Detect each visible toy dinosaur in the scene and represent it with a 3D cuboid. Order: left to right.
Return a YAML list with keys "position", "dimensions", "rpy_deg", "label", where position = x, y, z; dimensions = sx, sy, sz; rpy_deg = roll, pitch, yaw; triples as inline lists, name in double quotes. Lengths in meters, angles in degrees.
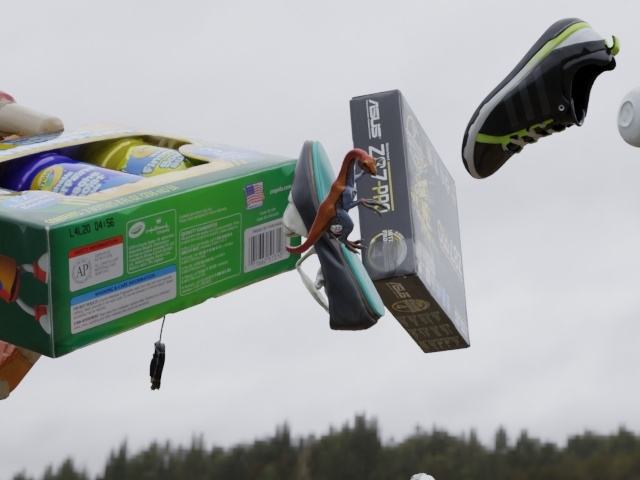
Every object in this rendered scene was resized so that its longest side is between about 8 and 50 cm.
- position: [0.017, -0.029, 0.993]
  dimensions: [0.090, 0.047, 0.082]
  rpy_deg: [-22, -49, -15]
  label: "toy dinosaur"

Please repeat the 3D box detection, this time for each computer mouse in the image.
- position: [-0.265, 0.121, 2.159]
  dimensions: [0.041, 0.242, 0.071]
  rpy_deg: [4, 0, -12]
  label: "computer mouse"

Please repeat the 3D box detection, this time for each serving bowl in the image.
- position: [0.411, -0.164, 1.761]
  dimensions: [0.027, 0.083, 0.083]
  rpy_deg: [6, -17, -19]
  label: "serving bowl"

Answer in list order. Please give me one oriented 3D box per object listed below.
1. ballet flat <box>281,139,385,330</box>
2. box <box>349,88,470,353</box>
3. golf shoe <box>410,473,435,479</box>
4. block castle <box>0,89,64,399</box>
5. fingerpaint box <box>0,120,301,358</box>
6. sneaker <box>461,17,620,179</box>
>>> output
- position: [0.000, 0.000, 1.373]
  dimensions: [0.074, 0.203, 0.074]
  rpy_deg: [-20, -5, -2]
  label: "ballet flat"
- position: [0.150, -0.020, 2.205]
  dimensions: [0.097, 0.318, 0.395]
  rpy_deg: [-8, -24, 16]
  label: "box"
- position: [0.169, 0.349, 1.621]
  dimensions: [0.086, 0.176, 0.069]
  rpy_deg: [-34, -33, 16]
  label: "golf shoe"
- position: [-0.522, 0.028, 1.943]
  dimensions: [0.213, 0.453, 0.303]
  rpy_deg: [18, -29, 31]
  label: "block castle"
- position: [-0.300, -0.026, 1.703]
  dimensions: [0.371, 0.163, 0.445]
  rpy_deg: [13, 20, 36]
  label: "fingerpaint box"
- position: [0.259, -0.155, 1.581]
  dimensions: [0.084, 0.097, 0.234]
  rpy_deg: [10, -59, -53]
  label: "sneaker"
